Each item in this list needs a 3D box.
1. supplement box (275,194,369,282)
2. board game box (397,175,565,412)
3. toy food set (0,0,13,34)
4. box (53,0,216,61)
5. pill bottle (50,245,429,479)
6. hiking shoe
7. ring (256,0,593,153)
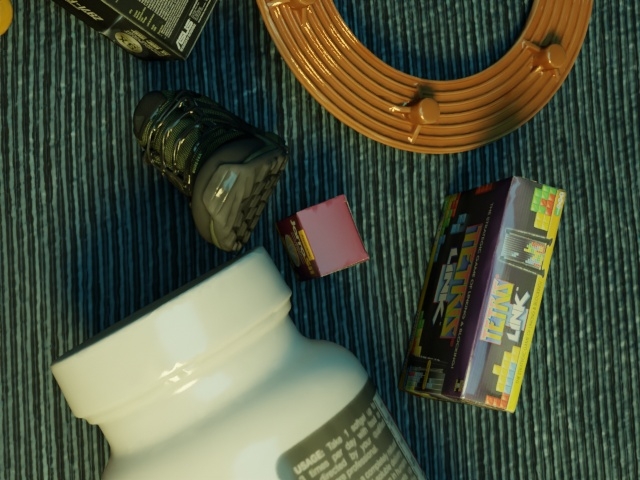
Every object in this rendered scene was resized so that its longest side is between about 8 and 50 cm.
[{"bbox_3d":[0.000,0.000,0.903,0.043,0.083,0.055,-21,89,-15],"label":"supplement box"},{"bbox_3d":[0.122,0.043,0.900,0.048,0.141,0.170,17,81,-12],"label":"board game box"},{"bbox_3d":[-0.317,-0.097,0.845,0.111,0.104,0.232,21,98,-25],"label":"toy food set"},{"bbox_3d":[-0.134,-0.249,0.867,0.147,0.077,0.180,33,78,-36],"label":"box"},{"bbox_3d":[-0.024,0.201,0.815,0.210,0.210,0.363,-30,92,-14],"label":"pill bottle"},{"bbox_3d":[-0.088,-0.056,0.822,0.114,0.227,0.086,26,97,-5],"label":"hiking shoe"},{"bbox_3d":[0.097,-0.239,0.934,0.336,0.032,0.337,0,90,-27],"label":"ring"}]
